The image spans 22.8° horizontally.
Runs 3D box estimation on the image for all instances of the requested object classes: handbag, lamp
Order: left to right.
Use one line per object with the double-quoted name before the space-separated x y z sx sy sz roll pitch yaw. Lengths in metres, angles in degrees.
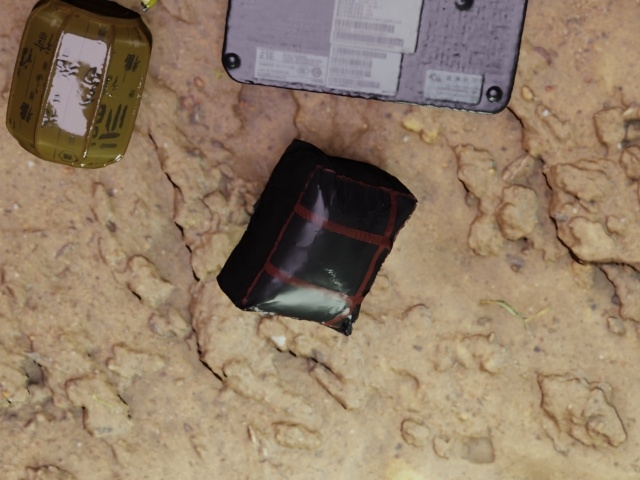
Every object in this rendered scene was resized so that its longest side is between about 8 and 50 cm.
"lamp" -0.278 -0.184 1.828 0.161 0.161 0.185 12 105 -7
"handbag" 0.000 0.000 1.897 0.169 0.155 0.215 20 106 -30

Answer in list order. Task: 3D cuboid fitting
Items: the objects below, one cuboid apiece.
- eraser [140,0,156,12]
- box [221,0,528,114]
"eraser" -0.183 -0.398 1.810 0.158 0.069 0.226 41 101 -14
"box" 0.065 -0.271 1.868 0.350 0.058 0.211 6 107 -4
